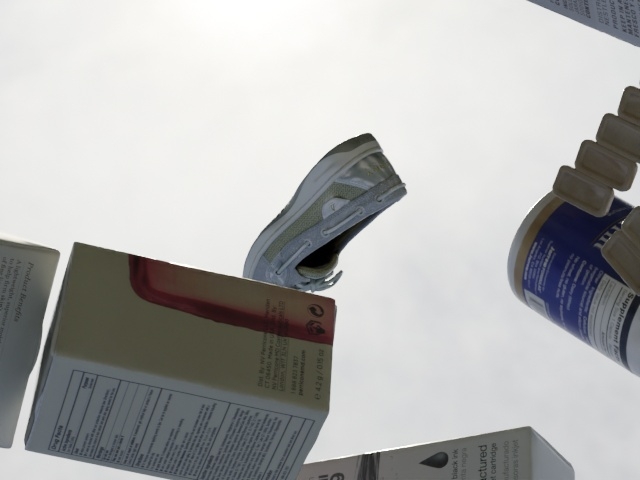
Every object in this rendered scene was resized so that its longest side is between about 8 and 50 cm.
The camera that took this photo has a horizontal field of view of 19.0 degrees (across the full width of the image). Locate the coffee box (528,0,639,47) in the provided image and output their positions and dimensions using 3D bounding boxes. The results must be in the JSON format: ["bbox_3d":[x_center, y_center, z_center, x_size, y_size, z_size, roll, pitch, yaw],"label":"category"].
[{"bbox_3d":[0.146,-0.184,0.836,0.168,0.119,0.297,-26,-148,-20],"label":"coffee box"}]

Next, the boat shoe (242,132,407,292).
[{"bbox_3d":[0.002,-0.001,2.390,0.118,0.320,0.103,-20,-114,-45],"label":"boat shoe"}]

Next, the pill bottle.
[{"bbox_3d":[0.335,0.056,1.992,0.153,0.153,0.265,-24,-139,-33],"label":"pill bottle"}]

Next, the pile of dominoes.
[{"bbox_3d":[0.327,-0.066,1.599,0.040,0.251,0.196,-2,-134,-50],"label":"pile of dominoes"}]

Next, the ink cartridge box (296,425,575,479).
[{"bbox_3d":[0.090,0.312,1.818,0.289,0.121,0.211,-13,-122,25],"label":"ink cartridge box"}]

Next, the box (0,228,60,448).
[{"bbox_3d":[-0.338,0.070,1.681,0.119,0.181,0.182,13,-178,-38],"label":"box"}]

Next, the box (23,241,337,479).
[{"bbox_3d":[-0.117,0.112,1.607,0.232,0.148,0.127,13,-131,-10],"label":"box"}]
